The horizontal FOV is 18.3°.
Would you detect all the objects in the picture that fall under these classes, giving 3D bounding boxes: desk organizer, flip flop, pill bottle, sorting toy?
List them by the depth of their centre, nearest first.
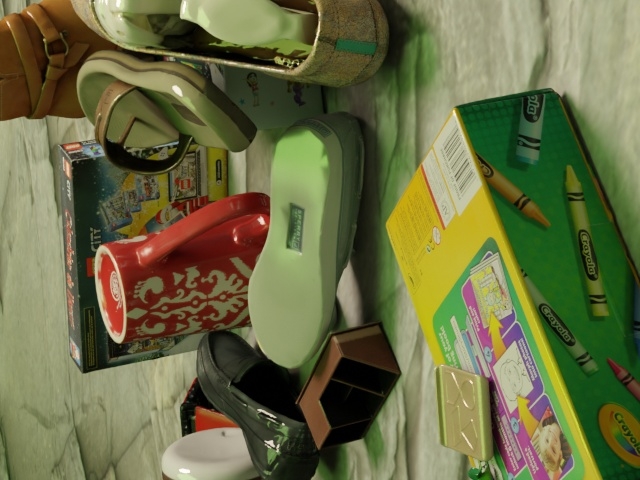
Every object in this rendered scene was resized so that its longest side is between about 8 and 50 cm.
[{"bbox_3d":[0.097,0.125,1.300,0.062,0.012,0.083,9,105,64],"label":"sorting toy"},{"bbox_3d":[-0.140,-0.094,1.635,0.080,0.112,0.277,-57,26,-9],"label":"flip flop"},{"bbox_3d":[0.023,0.124,1.672,0.130,0.047,0.050,114,138,-56],"label":"desk organizer"},{"bbox_3d":[-0.090,0.300,1.942,0.117,0.117,0.215,-149,51,-63],"label":"pill bottle"}]

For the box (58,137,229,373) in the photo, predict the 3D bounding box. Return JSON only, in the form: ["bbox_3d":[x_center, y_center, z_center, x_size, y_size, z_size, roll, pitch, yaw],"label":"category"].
[{"bbox_3d":[-0.171,0.007,1.956,0.044,0.159,0.233,-135,40,-56],"label":"box"}]

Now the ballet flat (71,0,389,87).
[{"bbox_3d":[-0.096,-0.188,1.553,0.316,0.106,0.108,12,102,31],"label":"ballet flat"}]

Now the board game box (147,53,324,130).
[{"bbox_3d":[-0.092,-0.258,1.719,0.224,0.097,0.303,-158,61,-64],"label":"board game box"}]

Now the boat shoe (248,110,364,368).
[{"bbox_3d":[-0.001,-0.001,1.638,0.079,0.081,0.227,26,123,29],"label":"boat shoe"}]

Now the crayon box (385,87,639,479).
[{"bbox_3d":[0.141,0.064,1.292,0.165,0.081,0.278,119,136,-59],"label":"crayon box"}]

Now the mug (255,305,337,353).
[{"bbox_3d":[-0.024,0.060,1.735,0.078,0.064,0.062,-124,30,-49],"label":"mug"}]

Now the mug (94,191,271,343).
[{"bbox_3d":[-0.112,0.017,1.793,0.113,0.169,0.150,-135,40,-57],"label":"mug"}]

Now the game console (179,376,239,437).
[{"bbox_3d":[-0.098,0.229,2.076,0.124,0.085,0.144,-68,-23,-69],"label":"game console"}]

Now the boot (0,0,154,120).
[{"bbox_3d":[-0.229,-0.201,1.752,0.073,0.152,0.197,-151,52,-64],"label":"boot"}]

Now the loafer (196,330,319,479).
[{"bbox_3d":[-0.055,0.141,1.852,0.223,0.076,0.078,52,132,52],"label":"loafer"}]
